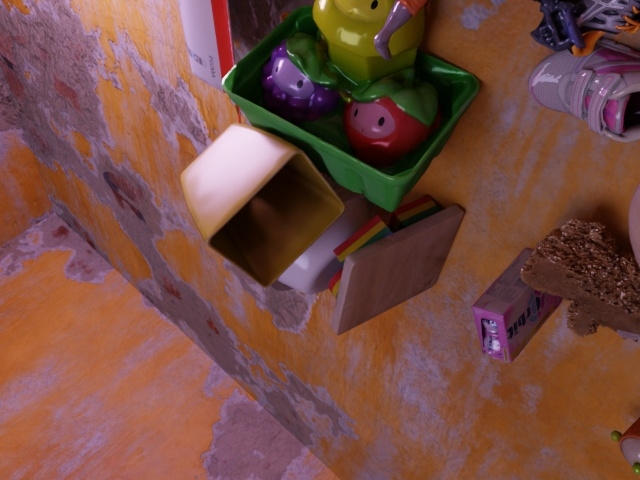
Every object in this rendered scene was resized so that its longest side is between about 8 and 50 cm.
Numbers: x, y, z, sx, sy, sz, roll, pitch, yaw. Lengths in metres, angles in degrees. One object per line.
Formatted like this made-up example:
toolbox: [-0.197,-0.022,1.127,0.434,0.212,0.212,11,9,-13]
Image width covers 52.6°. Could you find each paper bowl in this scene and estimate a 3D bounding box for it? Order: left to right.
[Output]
paper bowl: [0.000,0.000,1.345,0.148,0.284,0.284,49,151,19]

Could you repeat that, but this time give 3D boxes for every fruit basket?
fruit basket: [0.054,-0.274,1.023,0.392,0.283,0.392,32,156,16]

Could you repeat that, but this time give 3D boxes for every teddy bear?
teddy bear: [0.486,0.089,1.001,0.338,0.113,0.245,27,151,23]

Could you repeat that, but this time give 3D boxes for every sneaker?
sneaker: [0.372,-0.187,0.820,0.252,0.111,0.103,18,137,44]
sneaker: [0.360,-0.282,0.746,0.215,0.084,0.083,166,92,-68]

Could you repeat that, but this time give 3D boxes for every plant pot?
plant pot: [-0.119,-0.080,1.145,0.187,0.212,0.212,45,179,35]

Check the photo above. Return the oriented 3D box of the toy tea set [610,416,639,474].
toy tea set: [0.647,0.371,1.051,0.200,0.124,0.336,50,150,1]

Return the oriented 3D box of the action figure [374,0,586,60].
action figure: [0.169,-0.349,0.746,0.330,0.178,0.341,-31,83,29]

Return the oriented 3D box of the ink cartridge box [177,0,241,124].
ink cartridge box: [-0.219,-0.419,1.200,0.308,0.091,0.385,90,168,-47]

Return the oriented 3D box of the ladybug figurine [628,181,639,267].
ladybug figurine: [0.569,0.041,0.754,0.449,0.162,0.305,48,151,5]

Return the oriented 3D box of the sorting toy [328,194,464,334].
sorting toy: [0.128,0.040,1.279,0.089,0.255,0.257,53,154,28]

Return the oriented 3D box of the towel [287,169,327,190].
towel: [-0.005,-0.212,1.242,0.144,0.197,0.029,39,180,19]

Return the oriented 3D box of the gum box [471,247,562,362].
gum box: [0.340,0.112,1.118,0.062,0.188,0.107,16,135,45]
